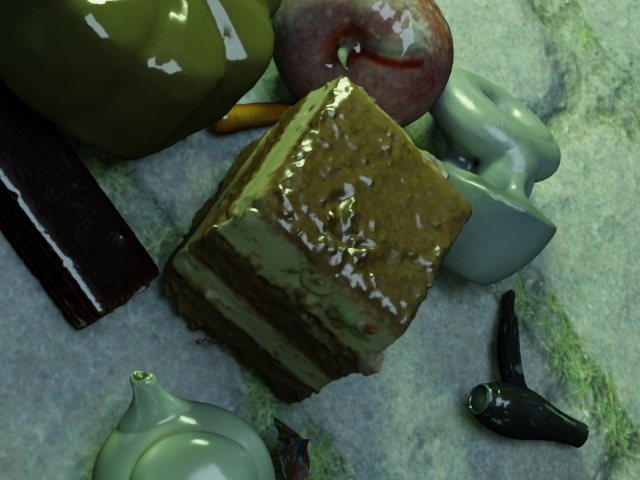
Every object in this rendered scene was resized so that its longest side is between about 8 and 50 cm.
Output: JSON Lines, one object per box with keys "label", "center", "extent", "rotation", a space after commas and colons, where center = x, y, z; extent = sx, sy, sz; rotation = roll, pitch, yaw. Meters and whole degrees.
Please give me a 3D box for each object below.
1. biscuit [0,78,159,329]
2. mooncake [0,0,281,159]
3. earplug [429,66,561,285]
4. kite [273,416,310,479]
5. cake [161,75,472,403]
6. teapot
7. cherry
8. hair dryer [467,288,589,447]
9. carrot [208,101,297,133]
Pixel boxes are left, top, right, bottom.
{"label": "biscuit", "center": [-0.340, -0.081, 1.824], "extent": [0.107, 0.073, 0.388], "rotation": [-38, 94, -37]}
{"label": "mooncake", "center": [-0.222, -0.296, 1.858], "extent": [0.378, 0.201, 0.378], "rotation": [23, 51, -32]}
{"label": "earplug", "center": [0.217, -0.094, 2.129], "extent": [0.214, 0.175, 0.325], "rotation": [24, 52, -29]}
{"label": "kite", "center": [-0.025, 0.294, 1.862], "extent": [0.183, 0.014, 0.241], "rotation": [-67, 152, -66]}
{"label": "cake", "center": [0.000, 0.000, 1.878], "extent": [0.256, 0.290, 0.282], "rotation": [42, 53, -14]}
{"label": "teapot", "center": [-0.181, 0.316, 1.730], "extent": [0.220, 0.149, 0.318], "rotation": [31, 73, -3]}
{"label": "cherry", "center": [0.052, -0.251, 2.041], "extent": [0.236, 0.213, 0.285], "rotation": [56, 23, -11]}
{"label": "hair dryer", "center": [0.273, 0.165, 2.128], "extent": [0.195, 0.075, 0.219], "rotation": [21, 55, -35]}
{"label": "carrot", "center": [-0.062, -0.162, 2.049], "extent": [0.190, 0.037, 0.037], "rotation": [-9, 77, -35]}
